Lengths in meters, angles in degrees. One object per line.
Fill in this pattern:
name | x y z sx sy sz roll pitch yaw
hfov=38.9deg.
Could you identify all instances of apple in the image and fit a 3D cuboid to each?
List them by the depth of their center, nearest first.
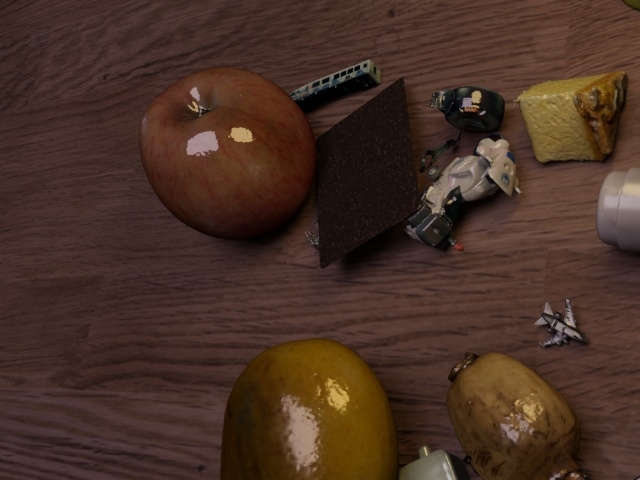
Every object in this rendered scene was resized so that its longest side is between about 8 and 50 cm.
apple | -0.180 -0.170 1.671 0.344 0.269 0.345 -18 57 30

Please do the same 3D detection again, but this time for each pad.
pad | 0.075 -0.122 1.571 0.220 0.004 0.330 -32 40 30

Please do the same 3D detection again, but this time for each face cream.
face cream | 0.438 -0.040 1.234 0.104 0.117 0.117 9 73 32

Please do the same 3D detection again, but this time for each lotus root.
lotus root | 0.253 0.247 1.216 0.154 0.140 0.257 -44 42 2

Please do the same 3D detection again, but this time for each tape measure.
tape measure | 0.230 -0.165 1.460 0.107 0.104 0.180 4 61 34

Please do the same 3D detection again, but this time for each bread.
bread | 0.394 -0.200 1.388 0.147 0.127 0.152 2 36 40

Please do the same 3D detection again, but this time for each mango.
mango | -0.013 0.363 1.309 0.301 0.220 0.445 -24 65 37

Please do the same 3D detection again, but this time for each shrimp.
shrimp | -0.003 0.001 1.614 0.038 0.029 0.092 -48 42 19

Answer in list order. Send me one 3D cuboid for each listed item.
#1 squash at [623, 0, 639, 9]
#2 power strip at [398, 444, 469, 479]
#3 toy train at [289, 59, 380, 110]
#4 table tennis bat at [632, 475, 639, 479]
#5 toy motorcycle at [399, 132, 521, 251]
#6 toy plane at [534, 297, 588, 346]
squash | 0.557 -0.468 1.390 0.220 0.133 0.220 -14 49 17
power strip | 0.196 0.449 1.207 0.091 0.062 0.385 -31 53 17
toy train | 0.016 -0.289 1.733 0.207 0.043 0.047 -16 57 31
table tennis bat | 0.404 0.364 1.119 0.246 0.022 0.138 -32 52 19
toy motorcycle | 0.227 -0.077 1.435 0.221 0.102 0.150 -46 27 6
toy plane | 0.343 0.123 1.282 0.083 0.031 0.079 37 108 45
